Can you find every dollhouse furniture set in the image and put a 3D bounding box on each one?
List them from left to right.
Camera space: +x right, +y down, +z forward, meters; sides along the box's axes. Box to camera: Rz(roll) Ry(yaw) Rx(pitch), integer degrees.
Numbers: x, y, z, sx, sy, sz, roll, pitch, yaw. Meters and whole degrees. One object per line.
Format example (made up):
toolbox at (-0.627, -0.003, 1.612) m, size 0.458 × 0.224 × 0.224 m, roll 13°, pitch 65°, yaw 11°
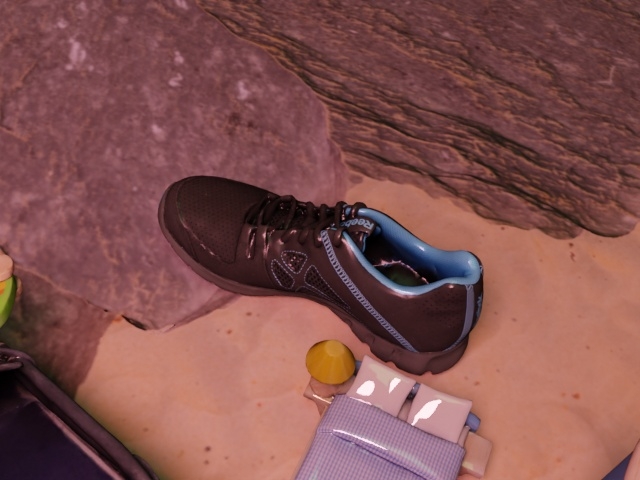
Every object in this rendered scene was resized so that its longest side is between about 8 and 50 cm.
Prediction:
dollhouse furniture set at (0.083, 0.217, 0.604) m, size 0.303 × 0.198 × 0.286 m, roll 25°, pitch 51°, yaw 9°

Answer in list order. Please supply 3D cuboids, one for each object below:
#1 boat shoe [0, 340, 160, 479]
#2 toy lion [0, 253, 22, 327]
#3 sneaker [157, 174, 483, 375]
boat shoe at (-0.289, 0.142, 0.619) m, size 0.500 × 0.156 × 0.187 m, roll 33°, pitch 55°, yaw 17°
toy lion at (-0.277, 0.055, 0.592) m, size 0.100 × 0.034 × 0.096 m, roll -1°, pitch 47°, yaw -3°
sneaker at (0.000, 0.000, 0.800) m, size 0.341 × 0.139 × 0.125 m, roll 23°, pitch 53°, yaw 9°
